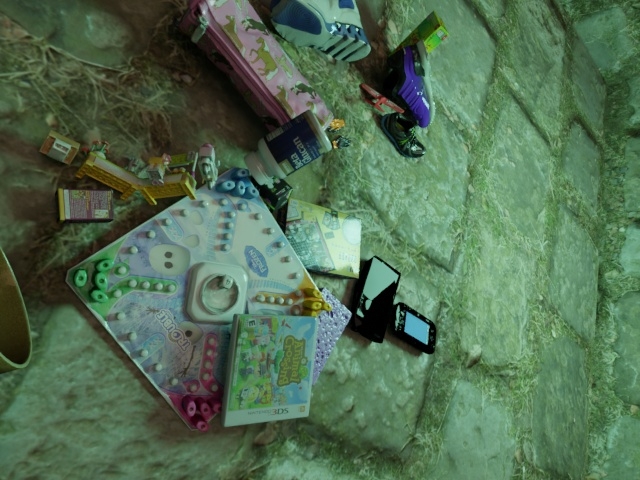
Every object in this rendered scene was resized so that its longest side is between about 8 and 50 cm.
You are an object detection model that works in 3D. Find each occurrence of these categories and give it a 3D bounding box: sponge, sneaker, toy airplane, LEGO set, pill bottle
[{"bbox_3d":[-0.012,0.229,0.999,0.117,0.031,0.210,47,57,-24],"label":"sponge"},{"bbox_3d":[0.000,-0.608,1.082,0.315,0.127,0.182,2,79,-46],"label":"sneaker"},{"bbox_3d":[0.266,-0.322,1.271,0.188,0.078,0.067,39,63,-28],"label":"sneaker"},{"bbox_3d":[0.175,-0.405,1.204,0.151,0.028,0.151,24,31,-16],"label":"toy airplane"},{"bbox_3d":[-0.330,-0.149,0.755,0.287,0.132,0.107,7,55,-11],"label":"LEGO set"},{"bbox_3d":[0.265,-0.462,1.272,0.293,0.146,0.102,62,16,-51],"label":"sneaker"},{"bbox_3d":[-0.070,-0.187,0.853,0.169,0.094,0.094,-31,107,6],"label":"pill bottle"}]

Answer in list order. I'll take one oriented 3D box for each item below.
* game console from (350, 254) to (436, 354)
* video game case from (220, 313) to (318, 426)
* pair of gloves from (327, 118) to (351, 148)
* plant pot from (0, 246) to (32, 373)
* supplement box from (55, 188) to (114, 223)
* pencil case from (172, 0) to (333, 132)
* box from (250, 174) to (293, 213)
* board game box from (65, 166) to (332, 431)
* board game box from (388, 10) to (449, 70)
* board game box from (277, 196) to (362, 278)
[{"bbox_3d":[0.227,0.210,1.187,0.361,0.044,0.213,34,64,-31],"label":"game console"},{"bbox_3d":[-0.097,0.259,0.839,0.193,0.023,0.212,9,84,-34],"label":"video game case"},{"bbox_3d":[0.051,-0.294,1.138,0.074,0.010,0.083,-24,100,-39],"label":"pair of gloves"},{"bbox_3d":[-0.535,0.096,0.489,0.254,0.237,0.237,-21,97,-25],"label":"plant pot"},{"bbox_3d":[-0.407,-0.059,0.712,0.083,0.043,0.055,-2,85,-38],"label":"supplement box"},{"bbox_3d":[-0.132,-0.365,0.906,0.386,0.160,0.167,48,68,-24],"label":"pencil case"},{"bbox_3d":[-0.113,-0.115,0.927,0.083,0.062,0.052,44,55,8],"label":"box"},{"bbox_3d":[-0.199,0.107,0.823,0.390,0.050,0.390,-40,109,-28],"label":"board game box"},{"bbox_3d":[0.292,-0.591,1.251,0.043,0.181,0.092,24,46,-34],"label":"board game box"},{"bbox_3d":[0.000,0.000,1.034,0.243,0.042,0.165,14,74,-37],"label":"board game box"}]
